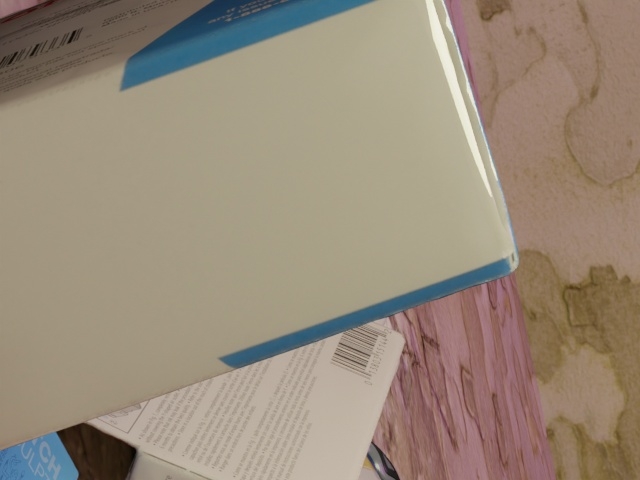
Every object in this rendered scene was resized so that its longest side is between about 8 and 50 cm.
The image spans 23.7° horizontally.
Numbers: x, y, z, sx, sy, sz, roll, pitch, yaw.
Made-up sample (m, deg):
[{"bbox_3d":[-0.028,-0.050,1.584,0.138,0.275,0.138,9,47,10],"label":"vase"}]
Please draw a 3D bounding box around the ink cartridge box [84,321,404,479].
[{"bbox_3d":[-0.088,0.100,1.081,0.296,0.261,0.066,-60,173,-66],"label":"ink cartridge box"}]

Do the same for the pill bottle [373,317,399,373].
[{"bbox_3d":[-0.035,0.016,1.324,0.169,0.169,0.301,-85,156,-46],"label":"pill bottle"}]

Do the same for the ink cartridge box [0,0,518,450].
[{"bbox_3d":[-0.073,-0.067,0.888,0.395,0.285,0.166,-103,173,-72],"label":"ink cartridge box"}]

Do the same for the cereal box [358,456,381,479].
[{"bbox_3d":[0.041,0.263,1.157,0.240,0.047,0.173,57,17,6],"label":"cereal box"}]

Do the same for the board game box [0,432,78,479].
[{"bbox_3d":[-0.240,0.085,0.763,0.242,0.064,0.316,-78,151,-56],"label":"board game box"}]

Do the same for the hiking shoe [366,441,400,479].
[{"bbox_3d":[0.039,0.277,1.367,0.304,0.113,0.132,49,17,-22],"label":"hiking shoe"}]
